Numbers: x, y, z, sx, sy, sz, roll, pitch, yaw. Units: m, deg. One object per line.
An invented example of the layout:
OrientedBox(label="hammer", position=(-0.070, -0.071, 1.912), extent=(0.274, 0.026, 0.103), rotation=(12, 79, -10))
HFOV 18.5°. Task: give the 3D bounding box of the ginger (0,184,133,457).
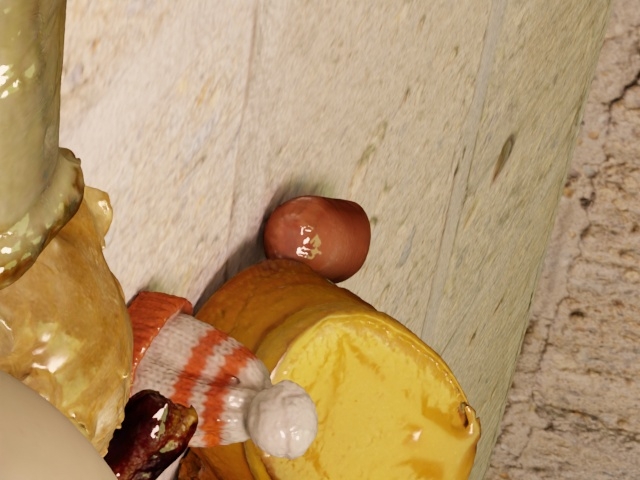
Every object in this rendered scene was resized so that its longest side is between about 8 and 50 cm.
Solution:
OrientedBox(label="ginger", position=(-0.155, 0.054, 1.091), extent=(0.216, 0.102, 0.157), rotation=(79, 9, -58))

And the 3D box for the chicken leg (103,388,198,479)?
OrientedBox(label="chicken leg", position=(-0.208, 0.257, 1.166), extent=(0.407, 0.096, 0.158), rotation=(-57, -166, -16))

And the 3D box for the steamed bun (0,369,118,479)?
OrientedBox(label="steamed bun", position=(-0.196, 0.210, 0.735), extent=(0.334, 0.334, 0.374), rotation=(-53, 158, -46))

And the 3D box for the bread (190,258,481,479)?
OrientedBox(label="bread", position=(0.003, 0.138, 1.558), extent=(0.195, 0.143, 0.269), rotation=(-52, 127, -11))

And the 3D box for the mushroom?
OrientedBox(label="mushroom", position=(-0.156, -0.117, 0.863), extent=(0.107, 0.087, 0.333), rotation=(-59, 161, -47))

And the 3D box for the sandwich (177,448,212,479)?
OrientedBox(label="sandwich", position=(-0.078, 0.200, 1.679), extent=(0.235, 0.079, 0.159), rotation=(-68, 157, -16))

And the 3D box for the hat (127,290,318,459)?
OrientedBox(label="hat", position=(-0.073, 0.108, 1.357), extent=(0.093, 0.162, 0.112), rotation=(-10, 117, -70))

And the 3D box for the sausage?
OrientedBox(label="sausage", position=(0.000, 0.000, 1.654), extent=(0.077, 0.077, 0.194), rotation=(-69, 166, 5))
